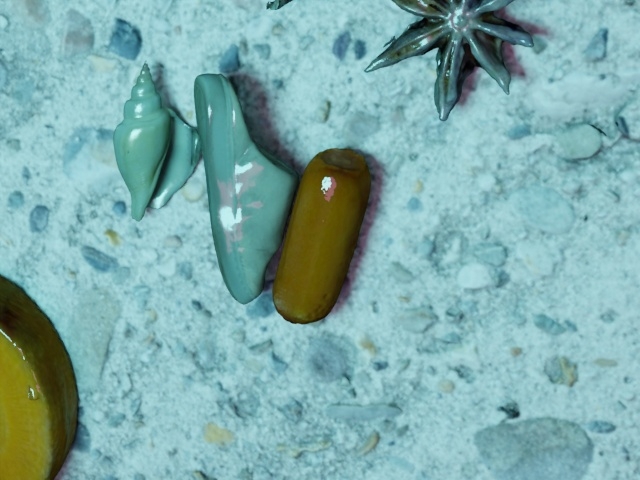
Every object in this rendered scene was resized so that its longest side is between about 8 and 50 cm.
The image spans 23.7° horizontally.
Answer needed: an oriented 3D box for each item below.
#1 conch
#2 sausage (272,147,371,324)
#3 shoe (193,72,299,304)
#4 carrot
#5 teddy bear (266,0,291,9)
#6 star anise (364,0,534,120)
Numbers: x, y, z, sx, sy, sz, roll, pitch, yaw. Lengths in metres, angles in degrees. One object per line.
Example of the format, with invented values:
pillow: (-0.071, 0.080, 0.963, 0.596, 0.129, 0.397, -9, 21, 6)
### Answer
conch: (-0.180, -0.107, 1.636, 0.065, 0.088, 0.180, 40, 134, 54)
sausage: (0.000, 0.000, 1.585, 0.076, 0.076, 0.197, 21, 112, 14)
shoe: (-0.072, -0.058, 1.590, 0.100, 0.103, 0.251, -11, 112, -3)
carrot: (-0.408, 0.187, 1.783, 0.258, 0.100, 0.307, 5, 109, 22)
teddy bear: (-0.030, -0.334, 1.486, 0.133, 0.111, 0.213, -15, 90, 66)
star anise: (0.126, -0.219, 1.480, 0.181, 0.061, 0.204, -2, 108, 15)
